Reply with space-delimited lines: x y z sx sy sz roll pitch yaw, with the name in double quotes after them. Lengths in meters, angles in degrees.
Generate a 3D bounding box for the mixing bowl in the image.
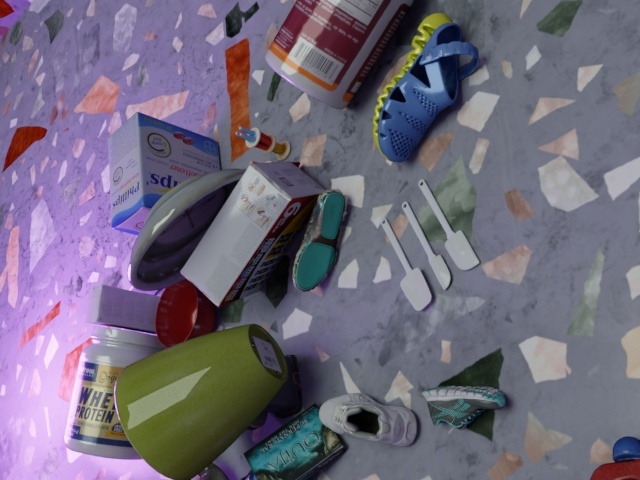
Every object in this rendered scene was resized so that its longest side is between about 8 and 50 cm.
-0.331 0.193 2.016 0.181 0.098 0.181 -18 64 41 "mixing bowl"

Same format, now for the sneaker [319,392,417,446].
0.069 0.341 1.539 0.232 0.115 0.090 -4 74 45 "sneaker"

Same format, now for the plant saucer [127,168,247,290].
-0.298 -0.047 1.843 0.100 0.400 0.400 49 115 15 "plant saucer"

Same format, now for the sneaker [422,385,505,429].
0.259 0.300 1.410 0.166 0.065 0.076 -10 86 47 "sneaker"

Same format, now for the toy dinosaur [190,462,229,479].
-0.250 0.599 1.809 0.160 0.121 0.313 -25 55 25 "toy dinosaur"

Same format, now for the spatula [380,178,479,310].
0.203 0.004 1.586 0.168 0.019 0.242 -46 49 27 "spatula"

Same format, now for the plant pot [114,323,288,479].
-0.221 0.306 1.643 0.293 0.275 0.274 -33 53 14 "plant pot"

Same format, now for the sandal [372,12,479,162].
0.216 -0.302 1.604 0.138 0.126 0.317 33 102 42 "sandal"

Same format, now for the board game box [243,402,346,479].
-0.054 0.438 1.637 0.186 0.026 0.126 -35 48 -5 "board game box"

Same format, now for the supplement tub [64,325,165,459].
-0.523 0.392 2.053 0.228 0.228 0.316 -2 76 46 "supplement tub"

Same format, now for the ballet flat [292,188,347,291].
0.000 0.000 1.767 0.077 0.091 0.241 -170 102 -79 "ballet flat"

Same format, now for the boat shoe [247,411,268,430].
-0.180 0.346 1.827 0.068 0.081 0.227 -48 41 28 "boat shoe"

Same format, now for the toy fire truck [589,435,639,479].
0.488 0.383 1.085 0.302 0.169 0.254 -22 38 39 "toy fire truck"

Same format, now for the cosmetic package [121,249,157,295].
-0.465 0.059 2.185 0.231 0.085 0.117 -41 51 41 "cosmetic package"

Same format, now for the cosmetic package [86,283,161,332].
-0.491 0.187 2.080 0.060 0.239 0.098 -12 68 43 "cosmetic package"

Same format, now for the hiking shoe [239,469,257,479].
-0.074 0.565 1.615 0.132 0.113 0.304 -57 46 14 "hiking shoe"

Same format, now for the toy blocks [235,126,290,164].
-0.144 -0.208 1.920 0.054 0.148 0.123 -14 67 43 "toy blocks"

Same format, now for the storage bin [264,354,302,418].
-0.101 0.316 1.743 0.098 0.091 0.135 -29 58 37 "storage bin"

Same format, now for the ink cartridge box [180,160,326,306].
-0.135 -0.025 1.825 0.130 0.272 0.309 40 111 13 "ink cartridge box"

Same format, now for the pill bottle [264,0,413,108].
0.065 -0.512 1.751 0.392 0.224 0.224 -56 45 16 "pill bottle"

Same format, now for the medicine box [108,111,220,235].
-0.404 -0.150 2.084 0.149 0.263 0.289 -32 56 36 "medicine box"
